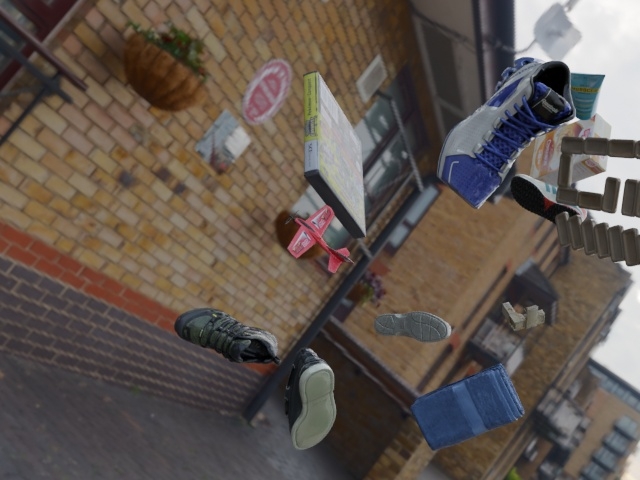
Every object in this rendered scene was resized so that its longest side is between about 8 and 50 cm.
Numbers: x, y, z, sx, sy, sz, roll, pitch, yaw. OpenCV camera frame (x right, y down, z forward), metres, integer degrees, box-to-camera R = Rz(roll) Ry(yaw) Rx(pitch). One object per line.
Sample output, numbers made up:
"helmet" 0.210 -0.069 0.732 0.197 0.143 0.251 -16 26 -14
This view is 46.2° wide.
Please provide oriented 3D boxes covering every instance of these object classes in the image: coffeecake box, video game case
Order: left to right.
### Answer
"video game case" 0.031 -0.172 1.559 0.035 0.248 0.275 -12 -30 19
"coffeecake box" 0.627 -0.218 1.889 0.068 0.142 0.185 32 -30 -25

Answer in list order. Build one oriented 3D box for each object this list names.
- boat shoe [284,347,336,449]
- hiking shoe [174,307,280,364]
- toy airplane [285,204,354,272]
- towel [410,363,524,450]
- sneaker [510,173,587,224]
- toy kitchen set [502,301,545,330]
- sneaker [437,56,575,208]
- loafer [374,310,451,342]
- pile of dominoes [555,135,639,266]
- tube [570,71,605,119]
"boat shoe" -0.039 0.410 1.953 0.113 0.127 0.340 54 -25 41
"hiking shoe" -0.189 0.200 1.552 0.227 0.086 0.114 16 2 -14
"toy airplane" 0.000 0.000 1.407 0.151 0.151 0.028 38 -41 0
"towel" 0.171 0.197 0.878 0.067 0.119 0.029 66 14 9
"sneaker" 0.452 -0.081 1.481 0.161 0.057 0.075 36 37 25
"toy kitchen set" 0.519 0.175 1.918 0.075 0.083 0.068 -113 -168 -50
"sneaker" 0.347 -0.213 1.356 0.127 0.315 0.182 36 -3 -11
"loafer" 0.143 0.128 1.132 0.125 0.045 0.039 1 -4 35
"pile of dominoes" 0.474 -0.066 1.211 0.040 0.195 0.251 1 10 -20
"tube" 0.580 -0.325 1.644 0.080 0.052 0.207 4 -11 20
